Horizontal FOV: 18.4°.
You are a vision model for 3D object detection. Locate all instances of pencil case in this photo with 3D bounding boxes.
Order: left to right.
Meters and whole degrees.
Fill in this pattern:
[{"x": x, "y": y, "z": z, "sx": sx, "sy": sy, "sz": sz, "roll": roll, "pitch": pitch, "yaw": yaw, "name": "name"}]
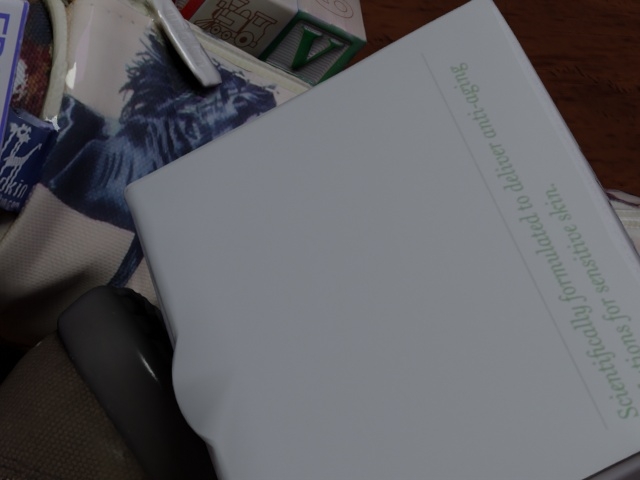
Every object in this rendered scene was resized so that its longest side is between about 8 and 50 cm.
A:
[{"x": 0.000, "y": 0.000, "z": 0.907, "sx": 0.410, "sy": 0.183, "sz": 0.160, "roll": 20, "pitch": 40, "yaw": -33, "name": "pencil case"}]

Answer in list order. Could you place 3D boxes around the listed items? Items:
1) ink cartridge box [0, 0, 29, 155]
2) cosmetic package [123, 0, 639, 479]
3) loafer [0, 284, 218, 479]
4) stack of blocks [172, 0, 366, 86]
[{"x": -0.212, "y": 0.000, "z": 0.682, "sx": 0.208, "sy": 0.206, "sz": 0.045, "roll": 4, "pitch": 12, "yaw": -44, "name": "ink cartridge box"}, {"x": 0.087, "y": 0.106, "z": 0.758, "sx": 0.365, "sy": 0.155, "sz": 0.197, "roll": 54, "pitch": 11, "yaw": -53, "name": "cosmetic package"}, {"x": -0.029, "y": 0.199, "z": 0.741, "sx": 0.366, "sy": 0.130, "sz": 0.134, "roll": 59, "pitch": 2, "yaw": 7, "name": "loafer"}, {"x": -0.124, "y": -0.151, "z": 0.952, "sx": 0.297, "sy": 0.171, "sz": 0.087, "roll": 23, "pitch": 39, "yaw": -29, "name": "stack of blocks"}]
